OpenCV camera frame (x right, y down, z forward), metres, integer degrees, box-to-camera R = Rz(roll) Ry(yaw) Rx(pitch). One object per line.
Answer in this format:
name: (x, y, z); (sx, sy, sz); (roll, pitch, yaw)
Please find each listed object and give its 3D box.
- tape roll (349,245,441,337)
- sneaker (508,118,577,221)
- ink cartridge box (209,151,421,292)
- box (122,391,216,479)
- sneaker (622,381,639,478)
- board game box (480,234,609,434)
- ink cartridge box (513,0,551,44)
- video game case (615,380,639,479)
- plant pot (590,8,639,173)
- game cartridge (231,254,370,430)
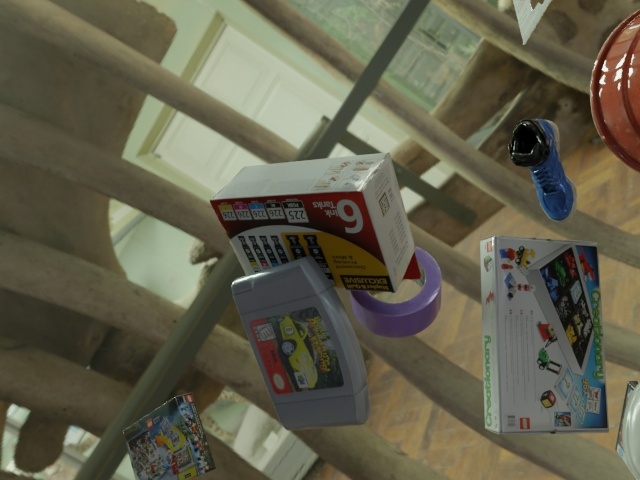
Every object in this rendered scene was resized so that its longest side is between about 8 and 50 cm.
tape roll: (0.153, 0.100, 1.102); (0.080, 0.188, 0.189); (78, -151, -46)
sneaker: (0.309, -0.099, 0.753); (0.058, 0.084, 0.152); (-13, 83, 51)
ink cartridge box: (0.000, 0.000, 0.972); (0.309, 0.272, 0.130); (-1, 36, 32)
box: (-0.324, 0.438, 1.125); (0.233, 0.159, 0.044); (-36, -23, 34)
sneaker: (0.354, 0.138, 0.497); (0.212, 0.080, 0.094); (-63, -22, 3)
board game box: (0.360, 0.150, 0.865); (0.053, 0.192, 0.306); (144, 129, -75)
ink cartridge box: (0.253, -0.372, 0.611); (0.056, 0.225, 0.181); (-13, -6, 5)
video game case: (0.950, 0.595, 1.548); (0.248, 0.035, 0.275); (-92, -3, -66)
plant pot: (0.531, -0.212, 0.659); (0.272, 0.272, 0.265); (-57, 1, 5)
game cartridge: (-0.029, 0.182, 0.916); (0.196, 0.294, 0.060); (-19, 3, 31)
